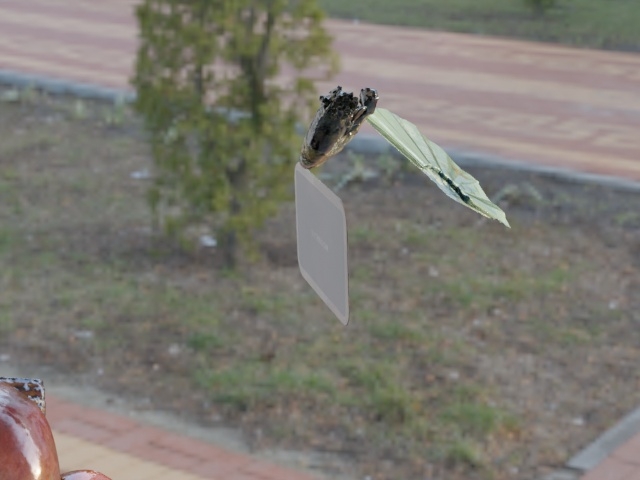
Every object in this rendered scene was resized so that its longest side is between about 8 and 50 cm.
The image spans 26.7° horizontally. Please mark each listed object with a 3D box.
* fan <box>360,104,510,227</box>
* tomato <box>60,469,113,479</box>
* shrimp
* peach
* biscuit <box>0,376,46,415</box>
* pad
[{"bbox_3d":[0.121,-0.086,1.449,0.240,0.009,0.131,33,21,-30],"label":"fan"},{"bbox_3d":[-0.337,0.434,1.826,0.180,0.260,0.260,31,12,-9],"label":"tomato"},{"bbox_3d":[0.020,-0.116,1.239,0.091,0.034,0.161,-42,-7,-18],"label":"shrimp"},{"bbox_3d":[-0.256,0.145,0.906,0.152,0.152,0.152,2,15,-1],"label":"peach"},{"bbox_3d":[-0.574,0.231,1.845,0.388,0.107,0.073,7,46,-23],"label":"biscuit"},{"bbox_3d":[0.000,0.000,1.868,0.002,0.176,0.266,-6,18,-15],"label":"pad"}]
